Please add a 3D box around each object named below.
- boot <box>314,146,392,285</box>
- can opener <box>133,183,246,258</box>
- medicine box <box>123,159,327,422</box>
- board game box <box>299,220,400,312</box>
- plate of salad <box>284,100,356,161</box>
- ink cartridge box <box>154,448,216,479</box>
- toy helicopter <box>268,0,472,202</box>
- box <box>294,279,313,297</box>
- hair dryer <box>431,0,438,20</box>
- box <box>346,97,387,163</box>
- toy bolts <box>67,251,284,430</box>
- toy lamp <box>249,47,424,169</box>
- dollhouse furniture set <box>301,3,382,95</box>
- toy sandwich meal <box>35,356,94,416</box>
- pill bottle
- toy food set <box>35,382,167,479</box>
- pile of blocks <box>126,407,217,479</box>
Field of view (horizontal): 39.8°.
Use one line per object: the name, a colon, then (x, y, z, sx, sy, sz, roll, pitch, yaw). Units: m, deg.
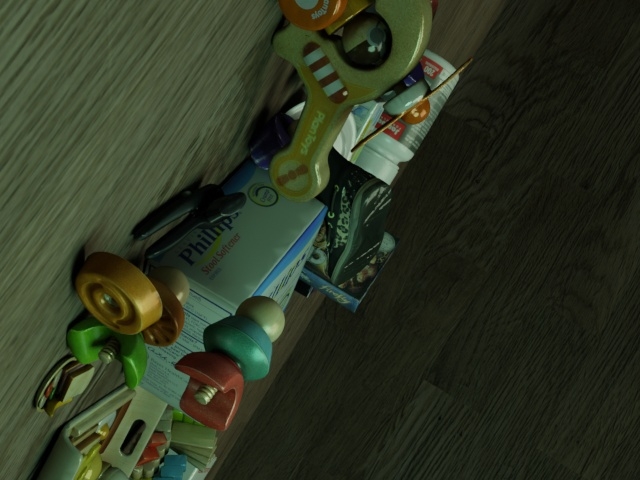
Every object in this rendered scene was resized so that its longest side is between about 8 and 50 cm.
boot: (0.015, -0.055, 1.371, 0.085, 0.178, 0.236, -30, 153, -30)
can opener: (-0.170, -0.030, 1.107, 0.073, 0.059, 0.186, -32, 180, 37)
medicine box: (-0.144, 0.076, 1.314, 0.263, 0.149, 0.289, -52, 170, -44)
board game box: (0.000, 0.000, 1.587, 0.165, 0.243, 0.042, -54, 172, -34)
plate of salad: (-0.027, -0.144, 1.425, 0.200, 0.048, 0.200, -25, 138, -26)
ink cartridge box: (-0.360, 0.569, 1.959, 0.273, 0.114, 0.197, -57, 171, -11)
toy helicopter: (0.035, -0.185, 1.125, 0.140, 0.235, 0.355, -49, 168, -53)
box: (-0.013, 0.019, 2.100, 0.153, 0.108, 0.207, -63, 171, 24)
hair dryer: (0.137, -0.391, 1.654, 0.223, 0.080, 0.293, -53, 172, 12)
box: (0.017, -0.177, 1.545, 0.203, 0.103, 0.114, -61, 173, 15)
toy bolts: (-0.153, 0.079, 1.013, 0.158, 0.228, 0.218, -52, 162, -40)
toy lamp: (0.014, -0.179, 1.231, 0.275, 0.080, 0.080, -27, -169, 31)
dollhouse furniture set: (0.035, -0.296, 1.273, 0.184, 0.129, 0.129, -30, 179, 15)
toy sandwich meal: (-0.310, 0.177, 1.071, 0.085, 0.029, 0.085, -58, 172, -12)
pill bottle: (0.160, -0.271, 1.895, 0.283, 0.161, 0.161, -60, 173, 2)
toy food set: (-0.338, 0.350, 1.327, 0.219, 0.092, 0.306, -61, 173, 14)
pile of blocks: (-0.277, 0.377, 1.617, 0.362, 0.149, 0.112, -54, 171, -32)
